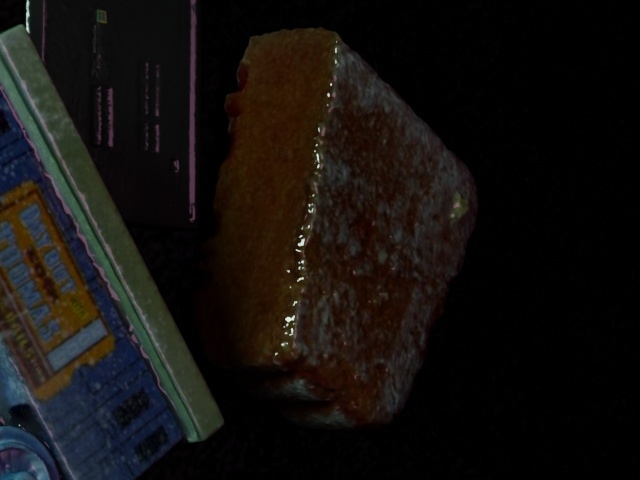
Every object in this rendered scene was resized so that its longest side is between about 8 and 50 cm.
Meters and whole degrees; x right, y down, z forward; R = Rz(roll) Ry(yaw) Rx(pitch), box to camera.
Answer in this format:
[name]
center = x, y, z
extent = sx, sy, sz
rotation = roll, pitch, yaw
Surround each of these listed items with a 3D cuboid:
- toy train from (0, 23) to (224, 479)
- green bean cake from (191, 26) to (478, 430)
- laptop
[toy train]
center = -0.198, 0.041, 0.814
extent = 0.202, 0.131, 0.299
rotation = -40, 110, -46
[green bean cake]
center = 0.000, 0.000, 1.006
extent = 0.198, 0.097, 0.232
rotation = 38, 60, -32
[laptop]
center = -0.134, -0.108, 0.959
extent = 0.135, 0.016, 0.197
rotation = 5, 80, -39
